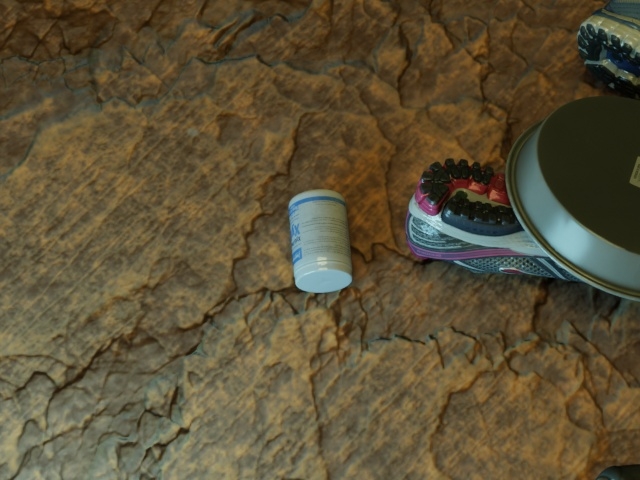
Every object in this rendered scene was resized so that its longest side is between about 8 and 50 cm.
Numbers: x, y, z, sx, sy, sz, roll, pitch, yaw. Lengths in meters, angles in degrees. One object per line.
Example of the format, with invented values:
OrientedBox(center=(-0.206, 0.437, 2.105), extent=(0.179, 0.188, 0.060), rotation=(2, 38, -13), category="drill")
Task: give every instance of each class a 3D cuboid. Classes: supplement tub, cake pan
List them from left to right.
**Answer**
OrientedBox(center=(0.000, 0.000, 2.060), extent=(0.071, 0.071, 0.107), rotation=(-6, 65, 4), category="supplement tub")
OrientedBox(center=(0.357, -0.057, 1.989), extent=(0.293, 0.054, 0.293), rotation=(10, 47, -11), category="cake pan")

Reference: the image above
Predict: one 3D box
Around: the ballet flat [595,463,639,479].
OrientedBox(center=(0.393, 0.349, 1.851), extent=(0.096, 0.095, 0.280), rotation=(-17, 62, -26), category="ballet flat")

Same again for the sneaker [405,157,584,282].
OrientedBox(center=(0.246, -0.006, 2.019), extent=(0.299, 0.112, 0.121), rotation=(16, 46, -3), category="sneaker")

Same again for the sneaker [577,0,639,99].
OrientedBox(center=(0.475, -0.203, 2.063), extent=(0.330, 0.130, 0.147), rotation=(36, 69, 12), category="sneaker")
